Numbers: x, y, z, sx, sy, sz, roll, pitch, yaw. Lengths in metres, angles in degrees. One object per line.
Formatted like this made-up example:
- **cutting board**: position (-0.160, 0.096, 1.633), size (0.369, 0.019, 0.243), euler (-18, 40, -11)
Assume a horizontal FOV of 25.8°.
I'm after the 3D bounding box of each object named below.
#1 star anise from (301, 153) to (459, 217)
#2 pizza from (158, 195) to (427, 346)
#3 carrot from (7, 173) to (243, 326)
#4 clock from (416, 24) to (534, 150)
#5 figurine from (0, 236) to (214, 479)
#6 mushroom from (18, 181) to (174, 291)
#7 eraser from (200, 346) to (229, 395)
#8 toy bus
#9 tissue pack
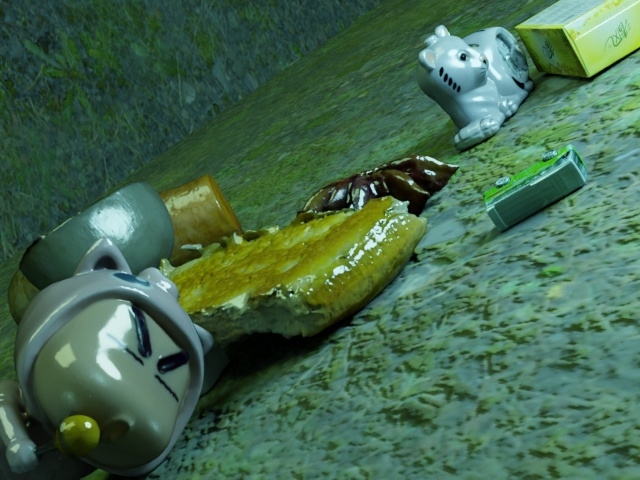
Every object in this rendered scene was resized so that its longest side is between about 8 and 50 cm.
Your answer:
- **star anise**: position (0.052, -0.044, 1.329), size (0.167, 0.057, 0.168), euler (-15, 13, 3)
- **pizza**: position (-0.056, 0.036, 1.230), size (0.297, 0.071, 0.189), euler (-5, 28, 40)
- **carrot**: position (-0.246, 0.022, 1.717), size (0.301, 0.139, 0.139), euler (-31, 12, 8)
- **clock**: position (0.161, -0.183, 1.492), size (0.080, 0.117, 0.176), euler (-25, 13, 33)
- **figurine**: position (-0.196, 0.147, 1.068), size (0.287, 0.176, 0.186), euler (-43, 31, -17)
- **mushroom**: position (-0.239, 0.015, 1.566), size (0.188, 0.117, 0.141), euler (-29, -22, -35)
- **eraser**: position (-0.134, 0.128, 1.233), size (0.105, 0.026, 0.065), euler (-27, 16, 24)
- **toy bus**: position (0.170, -0.042, 1.107), size (0.083, 0.031, 0.037), euler (-30, 19, 15)
- **tissue pack**: position (0.280, -0.222, 1.470), size (0.095, 0.062, 0.176), euler (-32, 11, -3)
